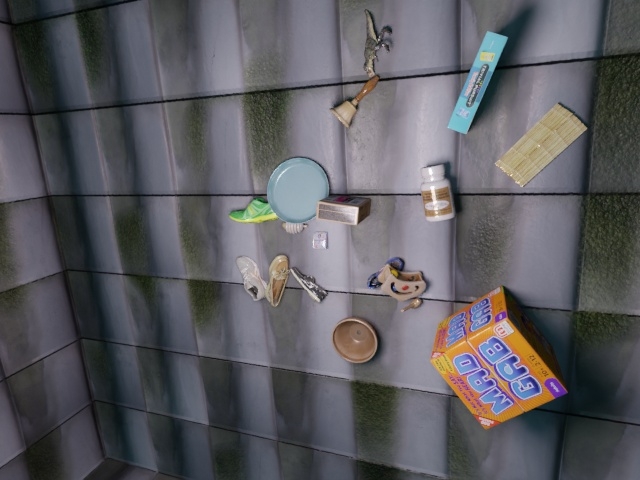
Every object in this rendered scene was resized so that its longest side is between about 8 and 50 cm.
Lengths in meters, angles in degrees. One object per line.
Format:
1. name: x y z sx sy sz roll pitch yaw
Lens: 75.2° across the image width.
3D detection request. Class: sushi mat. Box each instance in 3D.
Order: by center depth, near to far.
1. sushi mat: 0.871 -0.374 1.652 0.151 0.019 0.316 45 114 6

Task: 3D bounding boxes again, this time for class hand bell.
1. hand bell: 0.164 -0.624 1.823 0.126 0.126 0.242 45 102 4

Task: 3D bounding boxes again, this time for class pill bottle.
1. pill bottle: 0.498 -0.206 1.778 0.131 0.131 0.230 -8 101 22

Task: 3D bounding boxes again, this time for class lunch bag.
1. lunch bag: 0.000 0.000 2.067 0.071 0.053 0.084 3 96 19

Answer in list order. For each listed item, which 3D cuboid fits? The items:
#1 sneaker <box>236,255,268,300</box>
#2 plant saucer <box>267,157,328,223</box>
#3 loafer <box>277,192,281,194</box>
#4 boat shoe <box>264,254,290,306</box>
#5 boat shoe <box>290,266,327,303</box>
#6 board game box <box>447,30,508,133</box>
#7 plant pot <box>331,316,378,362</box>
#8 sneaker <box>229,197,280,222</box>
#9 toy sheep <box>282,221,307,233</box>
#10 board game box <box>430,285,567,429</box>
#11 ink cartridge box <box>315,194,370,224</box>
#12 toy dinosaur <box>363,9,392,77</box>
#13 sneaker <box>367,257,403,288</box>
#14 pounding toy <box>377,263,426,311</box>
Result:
1. sneaker: -0.376 0.204 2.226 0.099 0.121 0.263 -35 90 24
2. plant saucer: -0.106 -0.238 2.009 0.317 0.043 0.318 -1 88 18
3. loafer: -0.155 -0.220 2.071 0.125 0.039 0.045 11 107 18
4. boat shoe: -0.216 0.209 2.165 0.089 0.104 0.286 50 134 48
5. boat shoe: -0.064 0.219 2.150 0.079 0.084 0.233 -43 78 -13
6. board game box: 0.589 -0.580 1.574 0.079 0.254 0.336 24 112 12
7. plant pot: 0.181 0.486 2.099 0.237 0.109 0.238 5 106 18
8. sneaker: -0.330 -0.155 2.133 0.295 0.109 0.124 -6 88 19
9. toy sheep: -0.129 -0.076 2.078 0.131 0.091 0.091 0 105 15
10. board game box: 0.733 0.478 1.751 0.356 0.356 0.356 -40 88 25
11. ink cartridge box: 0.108 -0.143 1.886 0.193 0.234 0.088 10 107 17
12. toy dinosaur: 0.235 -0.835 1.747 0.118 0.064 0.269 4 103 26
13. sneaker: 0.306 0.167 1.976 0.083 0.087 0.221 45 115 3
14. pounding toy: 0.396 0.222 1.891 0.269 0.155 0.154 31 119 -30
